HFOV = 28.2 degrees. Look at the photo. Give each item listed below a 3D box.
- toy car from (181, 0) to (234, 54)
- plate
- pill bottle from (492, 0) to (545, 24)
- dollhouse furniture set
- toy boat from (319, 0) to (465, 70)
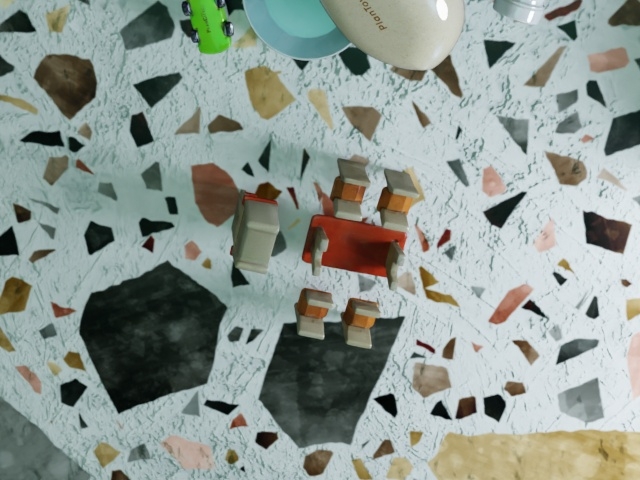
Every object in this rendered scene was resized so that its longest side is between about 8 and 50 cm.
[{"bbox_3d":[-0.176,-0.378,1.810,0.239,0.053,0.225,-10,111,11],"label":"toy car"},{"bbox_3d":[-0.018,-0.351,1.820,0.188,0.024,0.188,2,111,5],"label":"plate"},{"bbox_3d":[0.295,-0.386,1.735,0.094,0.094,0.169,18,112,-1],"label":"pill bottle"},{"bbox_3d":[0.000,0.000,1.924,0.259,0.135,0.262,11,113,-11],"label":"dollhouse furniture set"},{"bbox_3d":[0.149,-0.360,1.697,0.318,0.148,0.267,-9,134,34],"label":"toy boat"}]
